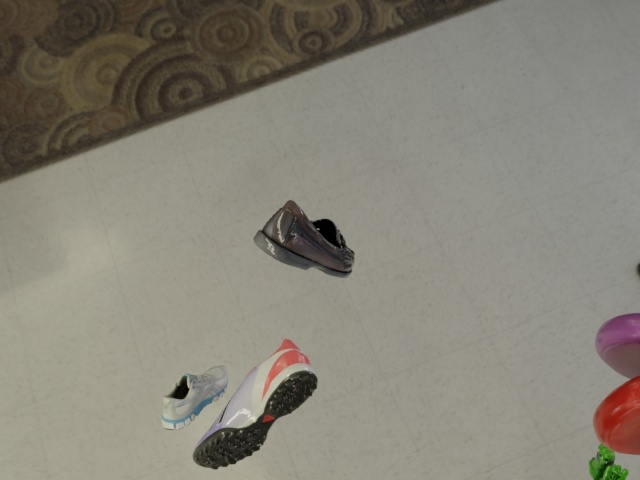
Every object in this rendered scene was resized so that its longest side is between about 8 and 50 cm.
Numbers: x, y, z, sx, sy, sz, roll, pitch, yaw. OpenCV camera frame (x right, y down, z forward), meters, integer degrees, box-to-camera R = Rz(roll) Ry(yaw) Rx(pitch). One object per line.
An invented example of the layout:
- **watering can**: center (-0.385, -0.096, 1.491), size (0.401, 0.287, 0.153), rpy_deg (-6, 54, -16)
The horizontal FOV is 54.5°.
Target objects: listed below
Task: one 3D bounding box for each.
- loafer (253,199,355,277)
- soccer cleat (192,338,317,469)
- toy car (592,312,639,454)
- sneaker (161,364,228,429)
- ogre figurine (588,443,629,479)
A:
- **loafer**: center (0.000, 0.000, 1.086), size (0.109, 0.303, 0.095), rpy_deg (35, 99, 25)
- **soccer cleat**: center (-0.139, 0.334, 1.253), size (0.318, 0.109, 0.116), rpy_deg (-45, 38, 13)
- **toy car**: center (0.220, 0.075, 0.337), size (0.136, 0.159, 0.181), rpy_deg (-7, 52, 41)
- **sneaker**: center (-0.251, 0.297, 1.259), size (0.072, 0.082, 0.191), rpy_deg (6, 24, 24)
- **ogre figurine**: center (0.554, 0.490, 1.189), size (0.097, 0.118, 0.197), rpy_deg (-27, 75, 1)
